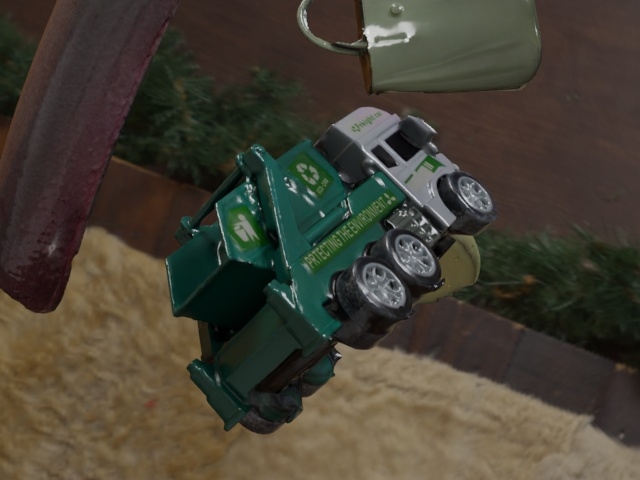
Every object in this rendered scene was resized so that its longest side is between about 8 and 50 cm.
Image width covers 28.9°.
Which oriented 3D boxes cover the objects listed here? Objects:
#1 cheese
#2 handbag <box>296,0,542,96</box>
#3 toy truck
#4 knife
[{"bbox_3d":[0.138,-0.009,1.491,0.127,0.255,0.050,0,55,-2],"label":"cheese"},{"bbox_3d":[0.129,-0.299,1.626,0.315,0.109,0.241,2,68,-17],"label":"handbag"},{"bbox_3d":[0.000,0.000,0.655,0.116,0.216,0.110,47,125,2],"label":"toy truck"},{"bbox_3d":[-0.067,-0.096,0.449,0.123,0.053,0.278,46,113,40],"label":"knife"}]
